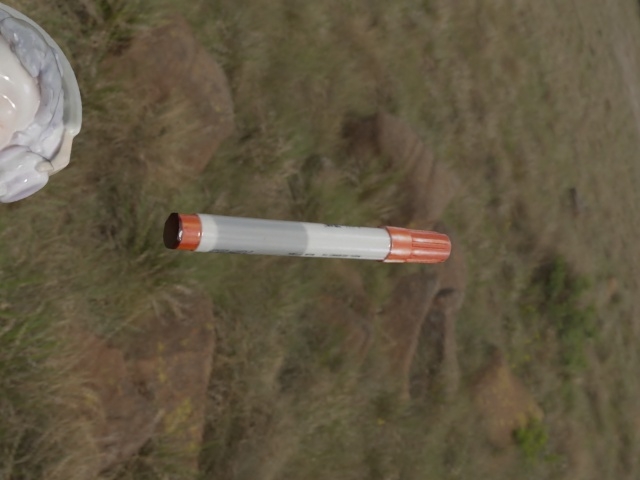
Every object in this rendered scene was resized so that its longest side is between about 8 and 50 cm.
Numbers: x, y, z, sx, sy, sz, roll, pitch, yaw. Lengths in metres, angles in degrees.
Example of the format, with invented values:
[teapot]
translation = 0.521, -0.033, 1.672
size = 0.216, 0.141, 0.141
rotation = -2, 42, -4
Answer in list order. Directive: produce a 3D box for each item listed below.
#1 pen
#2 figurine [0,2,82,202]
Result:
[pen]
translation = 0.000, 0.000, 0.685
size = 0.239, 0.028, 0.028
rotation = 3, 69, -36
[figurine]
translation = -0.256, -0.091, 0.658
size = 0.162, 0.141, 0.237
rotation = 52, 43, -8
